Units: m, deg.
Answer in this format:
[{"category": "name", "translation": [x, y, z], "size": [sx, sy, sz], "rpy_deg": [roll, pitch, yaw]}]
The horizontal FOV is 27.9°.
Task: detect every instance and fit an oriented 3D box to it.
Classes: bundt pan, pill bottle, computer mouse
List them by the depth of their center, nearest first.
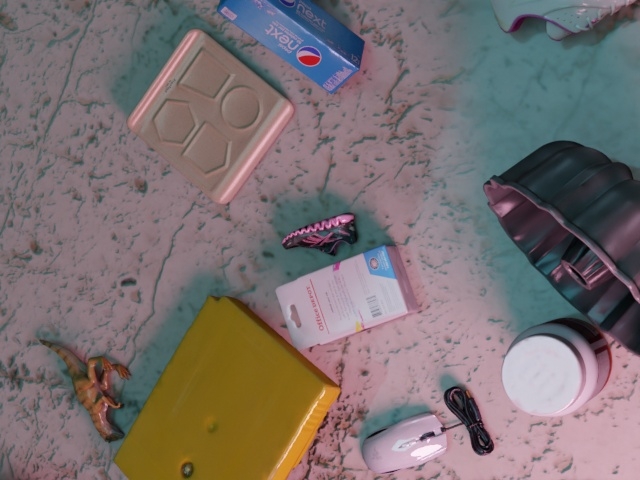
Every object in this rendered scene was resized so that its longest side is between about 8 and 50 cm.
[{"category": "bundt pan", "translation": [0.364, 0.003, 1.619], "size": [0.124, 0.331, 0.331], "rpy_deg": [-43, 75, -5]}, {"category": "pill bottle", "translation": [0.307, 0.166, 1.677], "size": [0.121, 0.221, 0.121], "rpy_deg": [0, 90, 21]}, {"category": "computer mouse", "translation": [0.143, 0.285, 1.834], "size": [0.193, 0.042, 0.106], "rpy_deg": [-26, 82, 18]}]

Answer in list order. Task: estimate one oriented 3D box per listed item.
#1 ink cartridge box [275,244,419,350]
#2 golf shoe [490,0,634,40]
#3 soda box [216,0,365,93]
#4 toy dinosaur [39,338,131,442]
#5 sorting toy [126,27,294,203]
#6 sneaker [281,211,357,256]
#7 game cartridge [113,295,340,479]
[{"category": "ink cartridge box", "translation": [0.038, 0.084, 1.863], "size": [0.181, 0.061, 0.104], "rpy_deg": [-21, 82, 19]}, {"category": "golf shoe", "translation": [0.372, -0.337, 1.725], "size": [0.306, 0.115, 0.140], "rpy_deg": [7, 103, 27]}, {"category": "soda box", "translation": [-0.039, -0.303, 1.820], "size": [0.210, 0.071, 0.067], "rpy_deg": [34, 131, -22]}, {"category": "toy dinosaur", "translation": [-0.367, 0.217, 2.013], "size": [0.112, 0.064, 0.211], "rpy_deg": [-36, 78, 18]}, {"category": "sorting toy", "translation": [-0.167, -0.189, 1.957], "size": [0.208, 0.038, 0.193], "rpy_deg": [39, 103, 11]}, {"category": "sneaker", "translation": [0.000, 0.000, 1.890], "size": [0.119, 0.047, 0.057], "rpy_deg": [-18, 95, 21]}, {"category": "game cartridge", "translation": [-0.143, 0.274, 1.885], "size": [0.285, 0.053, 0.323], "rpy_deg": [38, 100, 39]}]
